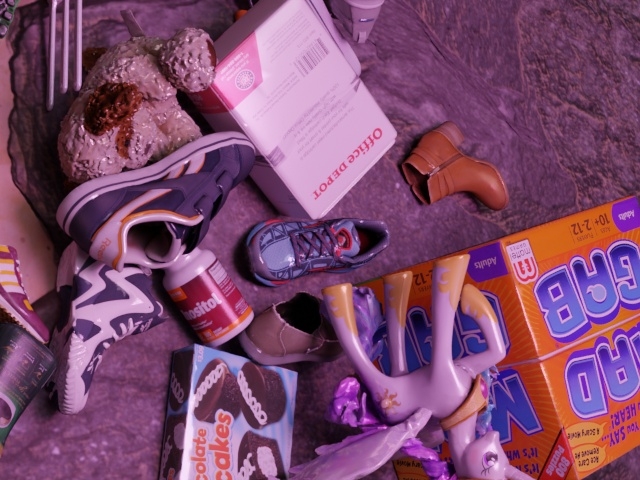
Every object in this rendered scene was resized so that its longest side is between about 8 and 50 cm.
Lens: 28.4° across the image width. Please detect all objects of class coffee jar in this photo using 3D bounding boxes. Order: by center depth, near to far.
[{"bbox_3d":[-0.408,0.197,1.551,0.096,0.079,0.184,49,50,-28],"label":"coffee jar"}]

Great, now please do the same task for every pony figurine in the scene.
[{"bbox_3d":[0.117,0.228,1.774,0.303,0.351,0.363,-4,80,-63],"label":"pony figurine"}]

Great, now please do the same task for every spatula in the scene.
[{"bbox_3d":[-0.345,-0.304,1.718,0.019,0.168,0.242,4,80,-30],"label":"spatula"}]

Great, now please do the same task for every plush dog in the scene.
[{"bbox_3d":[-0.276,-0.169,1.716,0.211,0.262,0.225,25,44,5],"label":"plush dog"}]

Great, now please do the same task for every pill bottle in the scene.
[{"bbox_3d":[-0.169,0.069,1.796,0.086,0.086,0.152,-44,105,-40],"label":"pill bottle"}]

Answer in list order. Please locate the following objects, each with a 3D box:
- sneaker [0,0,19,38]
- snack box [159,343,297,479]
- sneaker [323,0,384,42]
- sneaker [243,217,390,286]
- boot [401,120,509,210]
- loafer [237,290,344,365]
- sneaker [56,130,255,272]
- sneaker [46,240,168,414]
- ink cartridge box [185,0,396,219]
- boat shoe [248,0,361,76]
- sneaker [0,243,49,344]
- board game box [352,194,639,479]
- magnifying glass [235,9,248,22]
[{"bbox_3d":[-0.450,-0.331,1.656,0.134,0.146,0.343,45,68,-20],"label":"sneaker"},{"bbox_3d":[-0.132,0.322,1.764,0.187,0.060,0.322,20,64,-35],"label":"snack box"},{"bbox_3d":[0.021,-0.422,2.068,0.105,0.115,0.281,-1,36,-17],"label":"sneaker"},{"bbox_3d":[0.000,0.000,1.938,0.262,0.125,0.104,-11,83,-43],"label":"sneaker"},{"bbox_3d":[0.232,-0.100,2.212,0.197,0.073,0.152,49,48,-3],"label":"boot"},{"bbox_3d":[-0.013,0.127,1.877,0.094,0.087,0.251,50,30,20],"label":"loafer"},{"bbox_3d":[-0.193,-0.044,1.715,0.321,0.126,0.127,-26,64,-38],"label":"sneaker"},{"bbox_3d":[-0.274,0.123,1.680,0.153,0.094,0.235,14,57,-28],"label":"sneaker"},{"bbox_3d":[-0.048,-0.199,1.913,0.207,0.117,0.283,-46,115,-20],"label":"ink cartridge box"},{"bbox_3d":[-0.049,-0.333,2.013,0.301,0.108,0.102,53,52,-33],"label":"boat shoe"},{"bbox_3d":[-0.400,0.053,1.611,0.185,0.069,0.084,49,56,-20],"label":"sneaker"},{"bbox_3d":[0.317,0.170,2.001,0.356,0.356,0.356,-17,87,-42],"label":"board game box"},{"bbox_3d":[-0.112,-0.252,1.994,0.092,0.026,0.231,5,75,-40],"label":"magnifying glass"}]
